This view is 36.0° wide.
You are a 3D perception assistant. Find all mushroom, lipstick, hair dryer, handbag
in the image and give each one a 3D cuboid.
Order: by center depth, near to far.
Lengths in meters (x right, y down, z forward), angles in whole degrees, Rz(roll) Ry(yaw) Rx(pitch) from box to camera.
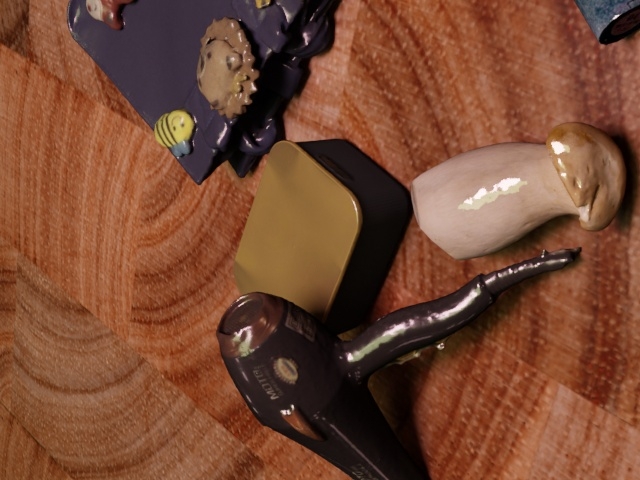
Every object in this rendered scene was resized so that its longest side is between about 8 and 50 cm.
[{"bbox_3d":[0.188,-0.267,0.803,0.053,0.053,0.234,-45,66,43],"label":"lipstick"},{"bbox_3d":[0.163,-0.039,0.861,0.212,0.088,0.097,-11,77,43],"label":"mushroom"},{"bbox_3d":[0.104,0.117,0.940,0.359,0.120,0.304,-30,116,23],"label":"hair dryer"},{"bbox_3d":[-0.136,-0.264,1.103,0.329,0.122,0.303,51,132,23],"label":"handbag"}]

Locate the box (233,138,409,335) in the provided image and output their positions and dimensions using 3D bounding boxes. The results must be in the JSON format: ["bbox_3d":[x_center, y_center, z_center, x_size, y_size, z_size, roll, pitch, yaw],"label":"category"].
[{"bbox_3d":[0.000,0.000,1.046,0.144,0.090,0.201,42,128,32],"label":"box"}]
